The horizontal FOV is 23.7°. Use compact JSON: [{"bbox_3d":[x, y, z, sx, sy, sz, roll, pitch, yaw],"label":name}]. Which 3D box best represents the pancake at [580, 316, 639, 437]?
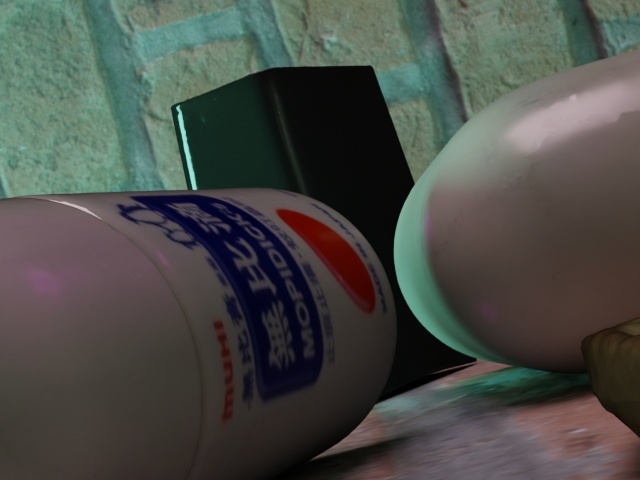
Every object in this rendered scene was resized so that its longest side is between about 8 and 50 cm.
[{"bbox_3d":[0.213,-0.001,0.401,0.294,0.050,0.294,-19,-3,-1],"label":"pancake"}]

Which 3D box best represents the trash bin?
[{"bbox_3d":[0.000,0.000,1.053,0.115,0.226,0.165,-17,-3,34],"label":"trash bin"}]

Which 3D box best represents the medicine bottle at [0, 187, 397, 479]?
[{"bbox_3d":[-0.080,0.047,0.550,0.130,0.130,0.341,-17,-3,20],"label":"medicine bottle"}]

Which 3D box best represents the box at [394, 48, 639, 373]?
[{"bbox_3d":[0.184,-0.022,0.793,0.288,0.141,0.349,-15,-3,-2],"label":"box"}]
